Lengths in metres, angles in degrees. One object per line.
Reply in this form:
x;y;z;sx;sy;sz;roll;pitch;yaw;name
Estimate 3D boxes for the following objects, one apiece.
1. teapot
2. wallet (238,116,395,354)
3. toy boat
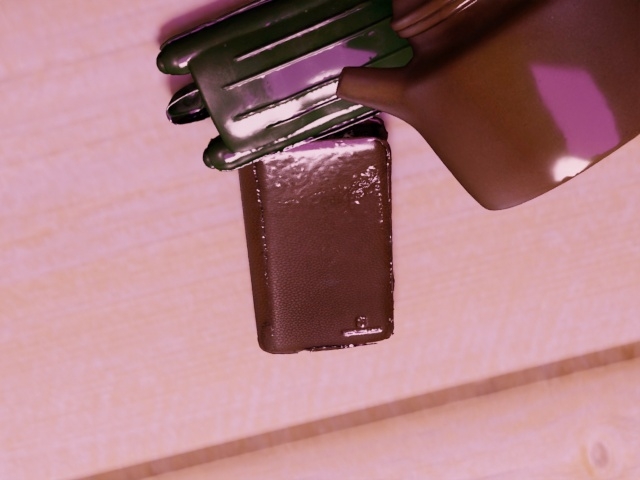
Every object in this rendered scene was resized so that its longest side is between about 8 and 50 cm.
0.133;-0.145;1.008;0.267;0.185;0.175;-37;101;0;teapot
0.000;0.000;1.218;0.110;0.031;0.198;-6;130;-3;wallet
-0.006;-0.119;1.108;0.210;0.052;0.104;-22;108;9;toy boat
